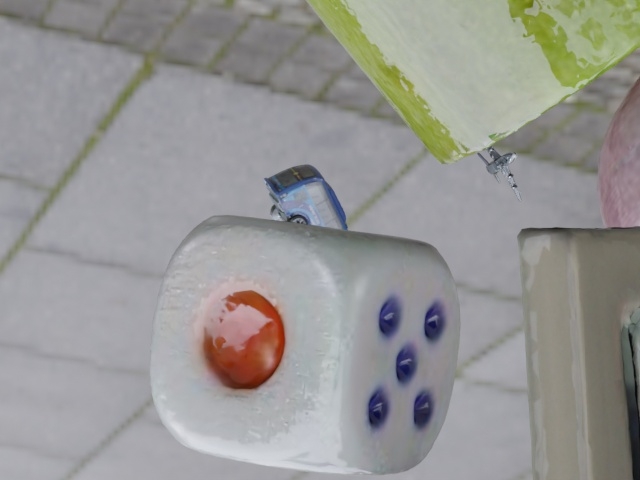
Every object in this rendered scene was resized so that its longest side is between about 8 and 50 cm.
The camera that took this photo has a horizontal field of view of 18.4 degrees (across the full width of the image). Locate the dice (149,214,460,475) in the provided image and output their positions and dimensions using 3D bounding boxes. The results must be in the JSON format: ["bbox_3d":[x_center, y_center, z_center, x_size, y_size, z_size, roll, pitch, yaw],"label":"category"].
[{"bbox_3d":[-0.011,0.083,1.586,0.193,0.194,0.192,5,180,32],"label":"dice"}]

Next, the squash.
[{"bbox_3d":[0.063,-0.222,1.232,0.309,0.210,0.233,54,145,-4],"label":"squash"}]

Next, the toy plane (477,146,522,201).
[{"bbox_3d":[0.156,-0.067,1.723,0.024,0.078,0.084,-35,-178,-3],"label":"toy plane"}]

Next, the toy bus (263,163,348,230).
[{"bbox_3d":[0.000,0.000,1.842,0.061,0.051,0.153,-29,117,-8],"label":"toy bus"}]

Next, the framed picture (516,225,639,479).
[{"bbox_3d":[0.228,0.151,0.716,0.028,0.326,0.446,-5,179,45],"label":"framed picture"}]

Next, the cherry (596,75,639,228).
[{"bbox_3d":[0.304,-0.034,1.239,0.239,0.239,0.206,2,123,5],"label":"cherry"}]
